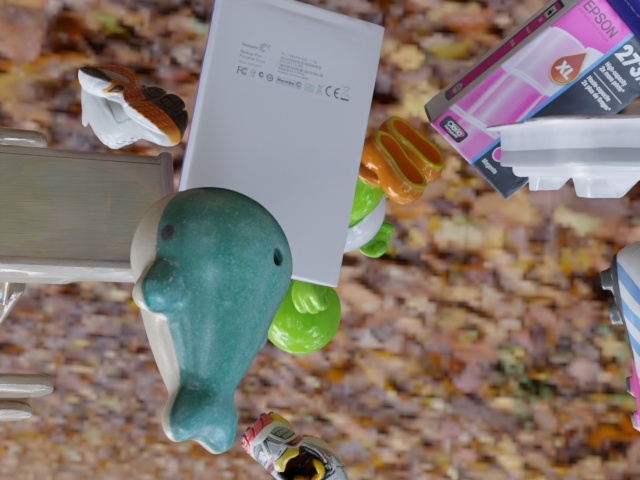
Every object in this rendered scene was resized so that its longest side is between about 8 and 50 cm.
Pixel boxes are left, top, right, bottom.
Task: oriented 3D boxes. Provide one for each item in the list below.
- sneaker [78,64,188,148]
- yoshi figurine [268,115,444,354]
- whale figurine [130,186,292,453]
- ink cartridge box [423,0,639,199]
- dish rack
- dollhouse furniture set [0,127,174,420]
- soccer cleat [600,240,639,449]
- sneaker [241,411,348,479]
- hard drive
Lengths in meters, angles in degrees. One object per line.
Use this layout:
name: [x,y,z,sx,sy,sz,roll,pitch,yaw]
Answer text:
sneaker: [-0.303,-0.193,2.278,0.099,0.121,0.262,-12,-148,-36]
yoshi figurine: [0.021,0.018,1.875,0.203,0.203,0.362,26,123,-36]
whale figurine: [-0.101,0.075,1.435,0.141,0.272,0.216,-12,155,26]
ink cartridge box: [0.336,-0.231,1.904,0.371,0.069,0.176,-40,118,15]
dish rack: [0.314,-0.078,1.301,0.285,0.072,0.333,-1,-176,-4]
dollhouse furniture set: [-0.372,0.023,1.871,0.256,0.362,0.394,3,159,-23]
soccer cleat: [0.452,0.156,1.733,0.143,0.331,0.116,-16,177,29]
sneaker: [-0.025,0.325,1.983,0.093,0.088,0.225,41,-178,40]
hard drive: [-0.050,-0.121,1.650,0.210,0.318,0.040,13,175,-24]
